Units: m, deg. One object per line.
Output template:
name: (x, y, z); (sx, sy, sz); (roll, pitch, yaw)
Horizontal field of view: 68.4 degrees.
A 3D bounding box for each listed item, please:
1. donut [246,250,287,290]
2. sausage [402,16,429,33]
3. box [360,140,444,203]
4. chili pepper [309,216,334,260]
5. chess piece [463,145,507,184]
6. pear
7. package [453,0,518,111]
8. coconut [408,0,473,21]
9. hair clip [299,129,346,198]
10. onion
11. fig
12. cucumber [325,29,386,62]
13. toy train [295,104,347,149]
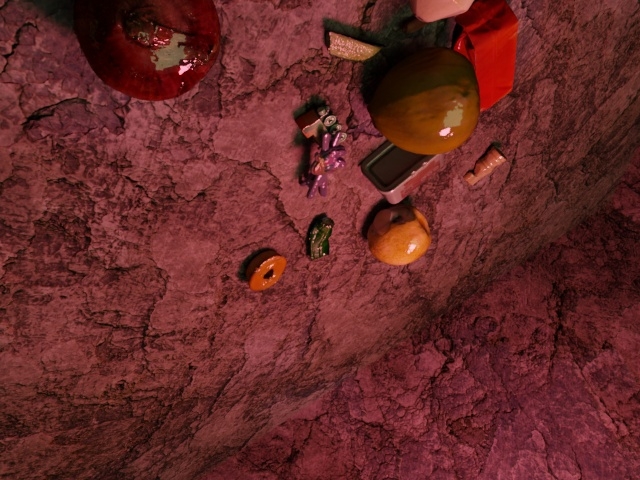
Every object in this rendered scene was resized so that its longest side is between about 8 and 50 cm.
donut: (-0.211, 0.110, 1.802); (0.162, 0.065, 0.178); (2, 127, -49)
sausage: (0.318, -0.668, 1.418); (0.177, 0.047, 0.040); (-31, 128, -12)
box: (0.325, -0.283, 1.765); (0.312, 0.175, 0.182); (-40, 154, 2)
chili pepper: (-0.001, -0.002, 1.867); (0.098, 0.061, 0.224); (-6, 139, -18)
chess piece: (0.746, -0.333, 2.157); (0.090, 0.090, 0.200); (8, 135, -46)
pear: (0.330, -0.019, 1.987); (0.271, 0.271, 0.271); (-24, 142, -20)
package: (0.563, -0.618, 1.630); (0.196, 0.123, 0.423); (-37, 146, -7)
coconut: (0.327, -0.697, 1.264); (0.202, 0.202, 0.222); (14, 118, -49)
hair clip: (0.014, -0.235, 1.528); (0.137, 0.090, 0.278); (-11, 154, -28)
onion: (-0.337, -0.418, 0.934); (0.276, 0.276, 0.276); (-24, 142, -20)
fig: (0.327, -0.422, 1.483); (0.343, 0.343, 0.343); (-24, 142, -20)
cucumber: (0.092, -0.551, 1.351); (0.220, 0.046, 0.070); (-3, 134, -37)
toy train: (0.008, -0.348, 1.485); (0.118, 0.074, 0.176); (-32, 150, 8)
